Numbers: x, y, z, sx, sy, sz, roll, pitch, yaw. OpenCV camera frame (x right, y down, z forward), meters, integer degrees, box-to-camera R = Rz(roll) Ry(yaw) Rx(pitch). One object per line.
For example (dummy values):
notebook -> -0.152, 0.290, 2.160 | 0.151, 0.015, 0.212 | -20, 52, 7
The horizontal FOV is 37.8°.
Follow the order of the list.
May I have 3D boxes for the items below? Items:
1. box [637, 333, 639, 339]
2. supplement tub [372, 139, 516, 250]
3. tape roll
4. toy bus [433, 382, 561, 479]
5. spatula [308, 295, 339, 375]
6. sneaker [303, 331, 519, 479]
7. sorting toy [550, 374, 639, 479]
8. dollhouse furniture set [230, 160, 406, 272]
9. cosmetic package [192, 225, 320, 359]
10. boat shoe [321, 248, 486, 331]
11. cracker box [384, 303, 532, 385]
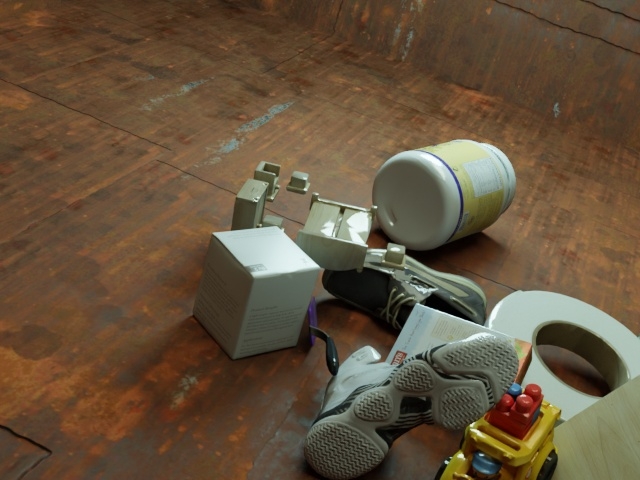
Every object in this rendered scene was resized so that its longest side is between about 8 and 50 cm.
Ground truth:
box -> 0.754, 0.249, 2.011 | 0.179, 0.105, 0.043 | 9, 29, -17
supplement tub -> 0.311, -0.119, 2.297 | 0.241, 0.241, 0.331 | 34, 31, 29
tape roll -> 0.494, 0.253, 1.827 | 0.392, 0.072, 0.392 | 14, 37, -11
toy bus -> 0.283, 0.323, 1.458 | 0.149, 0.211, 0.220 | 27, 47, 25
spatula -> 0.004, 0.175, 1.670 | 0.030, 0.084, 0.296 | -6, 15, -9
sneaker -> 0.138, 0.228, 1.503 | 0.137, 0.366, 0.210 | 55, 13, -14
sorting toy -> 0.480, 0.380, 1.489 | 0.089, 0.255, 0.257 | 44, 19, -26
dollhouse furniture set -> 0.000, 0.000, 1.937 | 0.355, 0.174, 0.303 | 14, 27, 4
cosmetic package -> -0.121, 0.092, 1.716 | 0.151, 0.184, 0.151 | -7, 36, -39
boat shoe -> 0.179, 0.114, 1.907 | 0.355, 0.132, 0.130 | 12, 27, -7
cracker box -> 0.248, 0.225, 1.697 | 0.232, 0.067, 0.156 | 19, 59, 23
